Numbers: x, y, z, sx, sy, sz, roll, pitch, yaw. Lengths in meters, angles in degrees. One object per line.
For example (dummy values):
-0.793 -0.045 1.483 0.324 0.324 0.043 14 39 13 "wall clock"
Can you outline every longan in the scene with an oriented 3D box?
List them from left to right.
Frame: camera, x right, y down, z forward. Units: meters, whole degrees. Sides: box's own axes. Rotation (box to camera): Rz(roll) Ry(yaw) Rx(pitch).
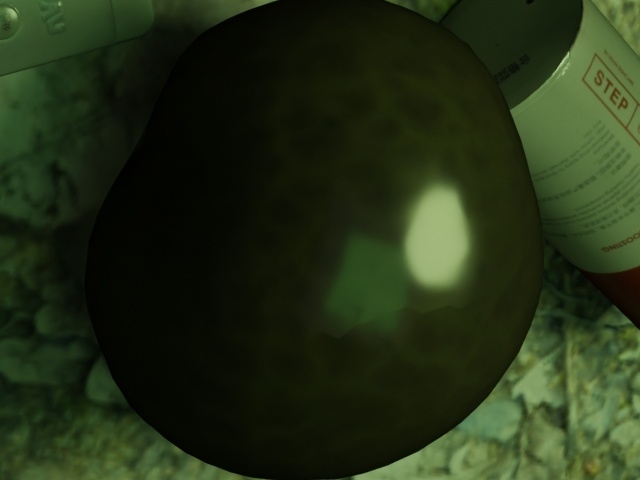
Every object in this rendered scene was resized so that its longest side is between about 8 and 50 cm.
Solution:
0.000 0.000 0.854 0.198 0.198 0.212 10 87 -35 "longan"

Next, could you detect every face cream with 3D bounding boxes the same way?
0.146 -0.035 0.986 0.096 0.096 0.214 -52 126 -5 "face cream"

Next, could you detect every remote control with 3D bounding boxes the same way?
-0.160 -0.088 0.817 0.184 0.027 0.050 -18 115 -21 "remote control"
